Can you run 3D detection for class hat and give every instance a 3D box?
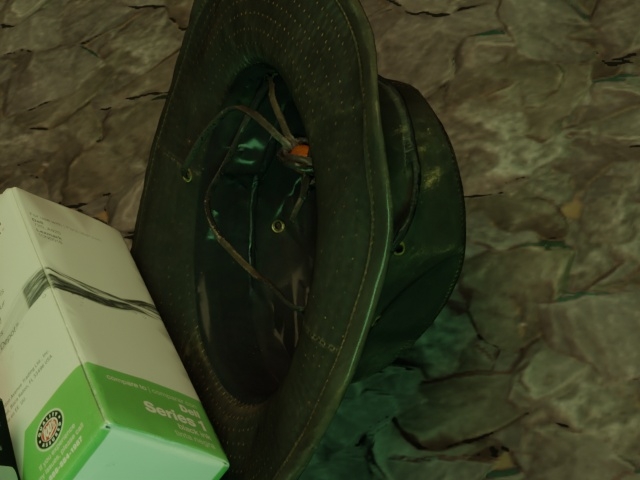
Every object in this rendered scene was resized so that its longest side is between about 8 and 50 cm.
[{"bbox_3d":[0.000,0.000,0.965,0.134,0.331,0.331,4,34,-30],"label":"hat"}]

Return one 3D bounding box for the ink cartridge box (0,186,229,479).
[{"bbox_3d":[-0.162,0.099,0.975,0.160,0.093,0.219,-51,40,19],"label":"ink cartridge box"}]

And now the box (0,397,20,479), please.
[{"bbox_3d":[-0.218,0.233,0.825,0.169,0.087,0.290,-17,76,11],"label":"box"}]
